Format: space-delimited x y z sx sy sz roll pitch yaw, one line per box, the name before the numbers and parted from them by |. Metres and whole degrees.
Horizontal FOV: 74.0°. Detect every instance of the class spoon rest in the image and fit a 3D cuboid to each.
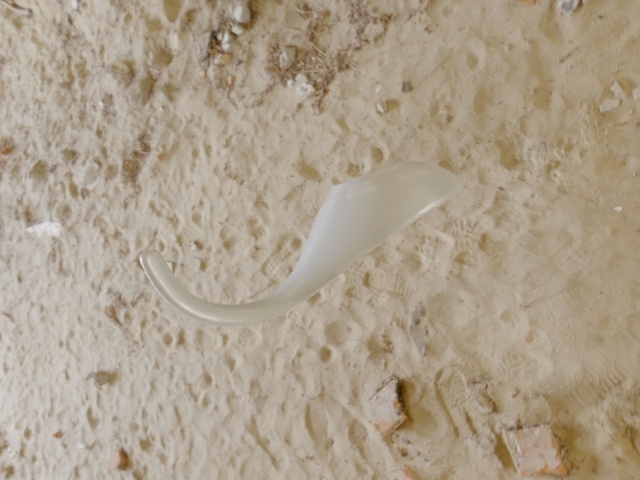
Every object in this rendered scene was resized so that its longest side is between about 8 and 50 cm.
spoon rest | 0.000 0.000 0.362 0.137 0.276 0.084 -4 106 70
